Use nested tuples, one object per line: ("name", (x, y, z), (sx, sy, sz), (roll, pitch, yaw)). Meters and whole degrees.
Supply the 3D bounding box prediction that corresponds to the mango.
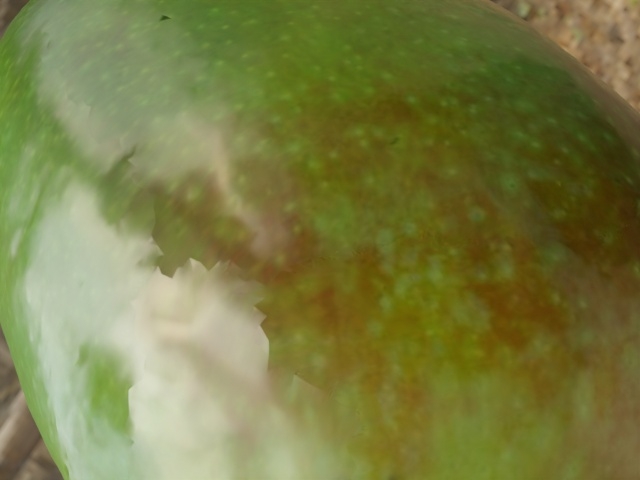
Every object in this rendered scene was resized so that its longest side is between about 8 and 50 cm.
("mango", (0.000, 0.000, 0.611), (0.382, 0.225, 0.201), (-123, 17, -50))
